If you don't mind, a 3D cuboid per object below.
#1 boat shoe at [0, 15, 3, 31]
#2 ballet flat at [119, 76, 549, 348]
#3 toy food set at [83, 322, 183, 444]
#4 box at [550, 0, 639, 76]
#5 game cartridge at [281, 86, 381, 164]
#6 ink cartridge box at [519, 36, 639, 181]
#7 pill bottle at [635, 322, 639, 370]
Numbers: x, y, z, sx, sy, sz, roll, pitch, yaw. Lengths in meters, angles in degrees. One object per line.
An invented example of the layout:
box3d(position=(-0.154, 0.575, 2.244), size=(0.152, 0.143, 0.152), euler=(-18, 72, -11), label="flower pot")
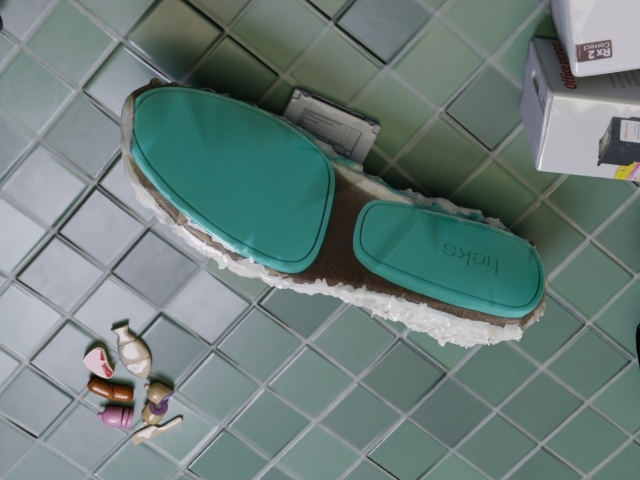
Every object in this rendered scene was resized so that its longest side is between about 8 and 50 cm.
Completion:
box3d(position=(-0.318, -0.150, 1.296), size=(0.137, 0.049, 0.043), euler=(-34, 155, 12), label="boat shoe")
box3d(position=(0.000, 0.000, 1.329), size=(0.408, 0.147, 0.147), euler=(25, 114, -14), label="ballet flat")
box3d(position=(-0.184, 0.142, 1.456), size=(0.078, 0.019, 0.122), euler=(-26, 114, 11), label="toy food set")
box3d(position=(0.272, -0.241, 1.220), size=(0.180, 0.119, 0.182), euler=(-8, 117, 2), label="box")
box3d(position=(0.004, -0.093, 1.346), size=(0.083, 0.017, 0.056), euler=(23, 110, -12), label="game cartridge")
box3d(position=(0.260, -0.107, 1.283), size=(0.175, 0.127, 0.072), euler=(6, 119, -3), label="ink cartridge box")
box3d(position=(0.405, 0.111, 1.398), size=(0.219, 0.123, 0.123), euler=(-11, 116, 5), label="pill bottle")
